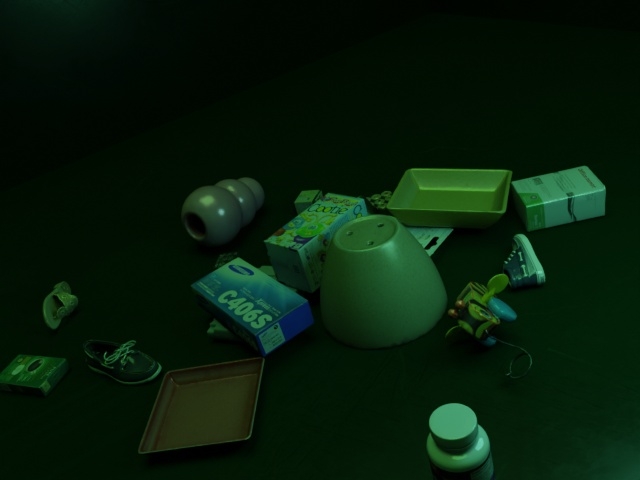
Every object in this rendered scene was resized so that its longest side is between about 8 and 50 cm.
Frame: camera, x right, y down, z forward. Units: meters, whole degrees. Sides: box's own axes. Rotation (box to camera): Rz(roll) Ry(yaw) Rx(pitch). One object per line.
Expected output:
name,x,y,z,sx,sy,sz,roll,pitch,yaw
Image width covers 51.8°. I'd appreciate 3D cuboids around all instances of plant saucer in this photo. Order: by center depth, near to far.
plant saucer,-0.260,0.388,1.517,0.258,0.047,0.259,-10,30,9
plant saucer,0.393,-0.122,1.974,0.333,0.081,0.332,3,26,19

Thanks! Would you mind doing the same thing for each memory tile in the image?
memory tile,0.180,-0.123,2.194,0.148,0.012,0.113,-19,30,-4

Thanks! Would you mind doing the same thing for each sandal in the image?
sandal,-0.799,0.186,2.066,0.079,0.088,0.240,-22,25,1

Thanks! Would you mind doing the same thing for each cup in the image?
cup,0.138,0.076,1.661,0.331,0.237,0.331,-12,30,7

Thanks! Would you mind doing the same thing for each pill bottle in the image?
pill bottle,0.243,0.380,1.145,0.108,0.193,0.108,-12,30,7

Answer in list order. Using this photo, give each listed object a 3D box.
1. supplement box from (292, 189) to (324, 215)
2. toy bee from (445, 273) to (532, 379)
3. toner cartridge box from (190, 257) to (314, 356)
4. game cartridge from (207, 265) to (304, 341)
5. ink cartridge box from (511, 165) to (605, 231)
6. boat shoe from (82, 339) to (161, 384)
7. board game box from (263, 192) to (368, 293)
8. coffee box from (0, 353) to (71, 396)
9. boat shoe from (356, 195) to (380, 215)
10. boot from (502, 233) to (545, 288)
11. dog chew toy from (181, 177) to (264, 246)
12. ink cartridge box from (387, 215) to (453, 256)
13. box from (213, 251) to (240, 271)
supplement box,-0.039,-0.129,2.262,0.083,0.056,0.083,-2,33,23
toy bee,0.357,0.158,1.464,0.195,0.162,0.298,-60,14,-1
toner cartridge box,-0.185,0.164,1.726,0.165,0.075,0.348,-31,33,-26
game cartridge,-0.159,0.174,1.821,0.196,0.060,0.294,-2,33,29
ink cartridge box,0.674,-0.121,1.875,0.219,0.092,0.160,-12,31,7
boat shoe,-0.528,0.311,1.738,0.255,0.079,0.095,8,38,35
board game box,0.000,0.000,1.841,0.142,0.144,0.275,14,41,43
coffee box,-0.791,0.368,1.805,0.184,0.040,0.113,-1,34,24
boat shoe,0.133,-0.073,1.989,0.073,0.223,0.080,-27,73,13
boot,0.503,0.051,1.694,0.086,0.069,0.190,-11,32,3
dog chew toy,-0.314,-0.114,2.242,0.207,0.206,0.332,7,29,34
ink cartridge box,0.247,0.010,1.910,0.225,0.056,0.181,15,41,34
box,-0.298,0.068,2.093,0.067,0.018,0.083,-9,31,12
